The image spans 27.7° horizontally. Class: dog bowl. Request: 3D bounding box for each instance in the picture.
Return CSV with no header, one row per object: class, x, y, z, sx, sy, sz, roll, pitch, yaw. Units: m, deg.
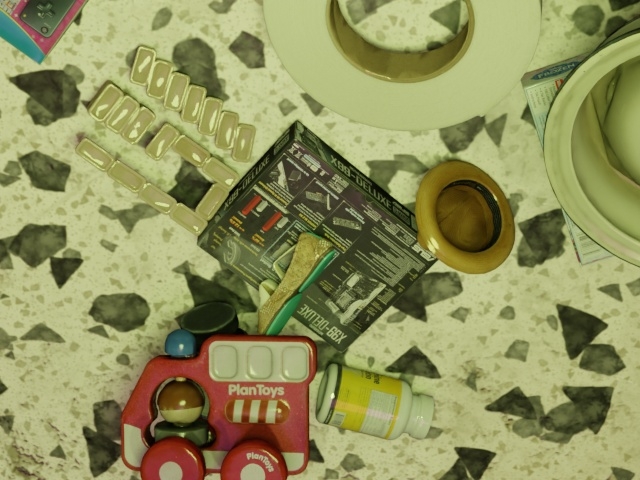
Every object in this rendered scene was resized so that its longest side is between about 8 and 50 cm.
dog bowl,0.520,-0.149,1.772,0.407,0.150,0.408,12,130,15

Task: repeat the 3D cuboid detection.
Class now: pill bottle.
pill bottle,0.090,0.273,2.155,0.184,0.103,0.103,15,117,-7
pill bottle,-0.160,0.217,2.120,0.122,0.123,0.219,-9,116,5

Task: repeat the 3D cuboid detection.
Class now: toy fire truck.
toy fire truck,-0.156,0.263,2.000,0.302,0.169,0.254,2,95,7

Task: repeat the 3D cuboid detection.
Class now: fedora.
fedora,0.207,-0.027,1.980,0.194,0.194,0.079,36,145,-16

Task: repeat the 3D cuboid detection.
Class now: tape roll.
tape roll,0.114,-0.323,1.806,0.391,0.072,0.392,7,132,8

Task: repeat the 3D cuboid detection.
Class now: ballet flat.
ballet flat,-0.053,0.068,1.996,0.067,0.073,0.206,41,112,12

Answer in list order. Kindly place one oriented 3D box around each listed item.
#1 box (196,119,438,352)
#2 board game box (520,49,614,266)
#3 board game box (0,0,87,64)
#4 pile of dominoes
box,0.000,0.000,2.030,0.307,0.076,0.242,37,112,-16
board game box,0.497,-0.150,1.949,0.317,0.066,0.319,-17,115,10
board game box,-0.390,-0.433,1.803,0.224,0.097,0.303,35,113,-15
pile of dominoes,-0.231,-0.155,1.975,0.251,0.040,0.196,36,96,-19
